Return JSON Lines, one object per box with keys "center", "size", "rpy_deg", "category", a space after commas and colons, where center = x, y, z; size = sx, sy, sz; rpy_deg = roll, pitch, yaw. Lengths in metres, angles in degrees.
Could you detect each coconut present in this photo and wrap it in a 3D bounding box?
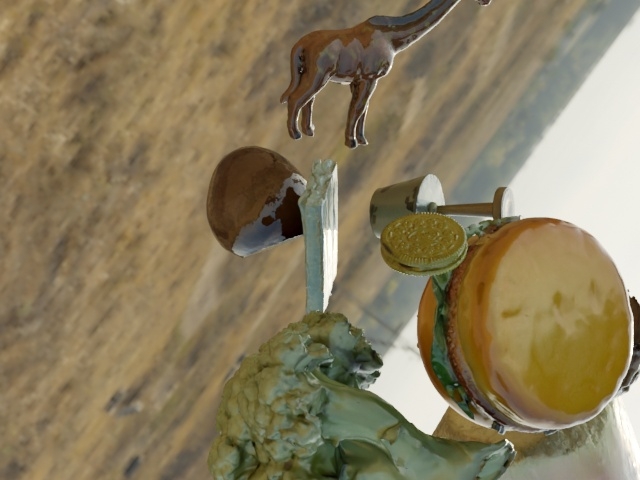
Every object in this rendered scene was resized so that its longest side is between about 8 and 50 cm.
{"center": [0.323, 0.332, 1.869], "size": [0.297, 0.297, 0.309], "rpy_deg": [-51, 133, -39], "category": "coconut"}

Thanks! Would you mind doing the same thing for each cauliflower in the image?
{"center": [0.013, 0.228, 1.321], "size": [0.260, 0.281, 0.327], "rpy_deg": [-46, 139, -21], "category": "cauliflower"}

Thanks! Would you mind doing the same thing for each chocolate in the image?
{"center": [-0.097, -0.064, 1.912], "size": [0.176, 0.177, 0.177], "rpy_deg": [-54, 176, -5], "category": "chocolate"}

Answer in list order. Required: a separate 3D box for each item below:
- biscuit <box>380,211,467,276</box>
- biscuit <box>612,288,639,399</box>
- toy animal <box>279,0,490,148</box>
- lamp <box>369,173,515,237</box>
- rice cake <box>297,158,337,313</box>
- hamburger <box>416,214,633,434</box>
{"center": [0.099, 0.003, 1.214], "size": [0.084, 0.084, 0.023], "rpy_deg": [-51, 146, -43], "category": "biscuit"}
{"center": [0.286, 0.129, 1.655], "size": [0.296, 0.296, 0.075], "rpy_deg": [-50, 141, -45], "category": "biscuit"}
{"center": [0.073, -0.210, 1.416], "size": [0.066, 0.224, 0.229], "rpy_deg": [46, -55, 57], "category": "toy animal"}
{"center": [0.187, -0.042, 1.953], "size": [0.121, 0.215, 0.121], "rpy_deg": [-6, 97, -63], "category": "lamp"}
{"center": [-0.001, 0.000, 1.851], "size": [0.124, 0.038, 0.211], "rpy_deg": [-72, 164, -48], "category": "rice cake"}
{"center": [0.206, 0.091, 1.369], "size": [0.246, 0.246, 0.170], "rpy_deg": [-52, -162, -28], "category": "hamburger"}
